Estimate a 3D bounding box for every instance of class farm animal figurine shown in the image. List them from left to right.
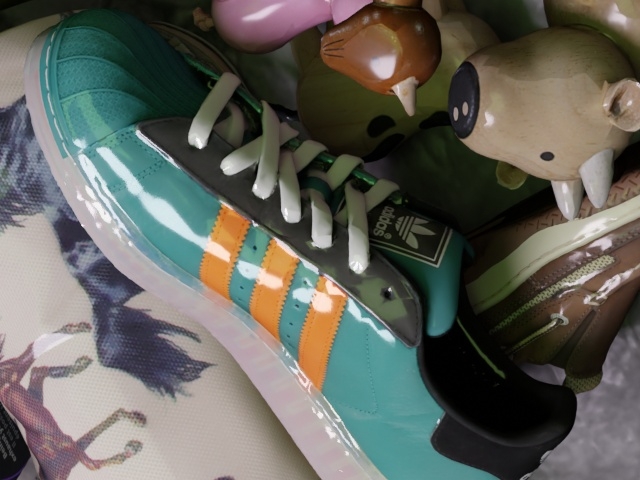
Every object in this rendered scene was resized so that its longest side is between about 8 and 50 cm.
[{"bbox_3d":[0.116,-0.100,0.822,0.327,0.330,0.172,-17,89,-5],"label":"farm animal figurine"}]

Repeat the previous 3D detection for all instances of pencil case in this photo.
[{"bbox_3d":[-0.092,0.070,0.946,0.160,0.183,0.410,-29,85,-10],"label":"pencil case"}]

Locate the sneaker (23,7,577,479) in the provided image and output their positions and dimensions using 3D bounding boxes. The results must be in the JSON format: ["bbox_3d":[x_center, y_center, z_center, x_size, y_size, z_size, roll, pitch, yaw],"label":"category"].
[{"bbox_3d":[0.000,0.000,0.835,0.121,0.108,0.302,-30,111,34],"label":"sneaker"}]

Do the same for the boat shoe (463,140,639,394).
[{"bbox_3d":[0.119,0.027,0.913,0.257,0.095,0.095,-26,96,33],"label":"boat shoe"}]

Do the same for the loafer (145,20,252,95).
[{"bbox_3d":[-0.062,-0.073,0.989,0.125,0.039,0.045,43,112,10],"label":"loafer"}]

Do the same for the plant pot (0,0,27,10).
[{"bbox_3d":[-0.228,-0.203,0.918,0.276,0.254,0.276,3,100,20],"label":"plant pot"}]

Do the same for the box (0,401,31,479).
[{"bbox_3d":[-0.280,0.125,0.967,0.143,0.270,0.165,-11,118,22],"label":"box"}]
